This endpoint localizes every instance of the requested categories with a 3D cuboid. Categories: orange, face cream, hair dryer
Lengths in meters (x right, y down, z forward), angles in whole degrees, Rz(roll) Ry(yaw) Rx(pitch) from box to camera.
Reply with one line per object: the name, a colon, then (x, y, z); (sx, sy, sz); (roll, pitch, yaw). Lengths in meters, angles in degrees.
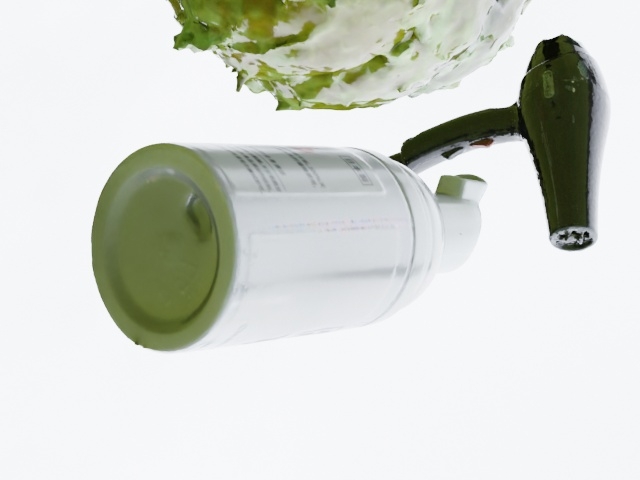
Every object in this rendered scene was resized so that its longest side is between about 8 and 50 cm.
orange: (0.023, -0.216, 0.749); (0.223, 0.300, 0.301); (27, -75, 37)
face cream: (0.011, -0.001, 1.027); (0.145, 0.370, 0.145); (2, -87, 41)
hair dryer: (0.157, -0.074, 1.325); (0.272, 0.091, 0.235); (-15, -125, 26)
